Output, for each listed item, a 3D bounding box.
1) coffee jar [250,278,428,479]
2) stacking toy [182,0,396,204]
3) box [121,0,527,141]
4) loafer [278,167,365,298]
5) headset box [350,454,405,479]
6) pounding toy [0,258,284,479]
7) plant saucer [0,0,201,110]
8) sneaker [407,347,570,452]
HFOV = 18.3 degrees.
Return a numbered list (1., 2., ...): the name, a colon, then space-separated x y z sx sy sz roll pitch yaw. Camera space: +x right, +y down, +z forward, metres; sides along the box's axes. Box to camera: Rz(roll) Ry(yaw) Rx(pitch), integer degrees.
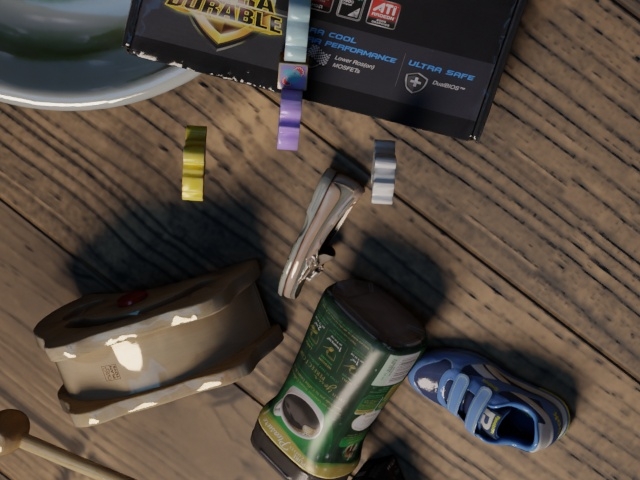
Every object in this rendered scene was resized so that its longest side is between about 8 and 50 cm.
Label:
1. coffee jar: 0.013 0.130 1.709 0.096 0.079 0.184 43 121 25
2. stacking toy: -0.022 -0.129 1.511 0.167 0.052 0.221 3 118 -1
3. box: 0.024 -0.249 1.517 0.295 0.073 0.293 15 117 -6
4. loafer: 0.000 0.000 1.691 0.039 0.045 0.125 23 114 5
5. headset box: 0.057 0.240 1.748 0.032 0.062 0.083 -18 101 28
6. pounding toy: -0.161 0.126 1.757 0.269 0.154 0.155 -17 103 7
7. plant saucer: -0.206 -0.303 1.586 0.400 0.100 0.400 0 116 1
8. sneaker: 0.137 0.135 1.676 0.144 0.059 0.053 21 118 16
